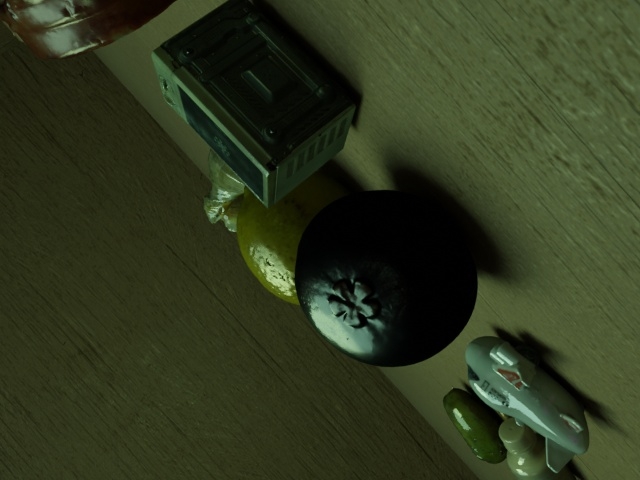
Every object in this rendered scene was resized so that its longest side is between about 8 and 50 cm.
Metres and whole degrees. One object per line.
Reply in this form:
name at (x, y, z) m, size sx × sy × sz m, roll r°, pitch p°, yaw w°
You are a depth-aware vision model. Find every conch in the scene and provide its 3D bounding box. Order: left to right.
conch at (-0.160, -0.144, 1.413) m, size 0.263 × 0.186 × 0.324 m, roll 37°, pitch 147°, yaw -12°

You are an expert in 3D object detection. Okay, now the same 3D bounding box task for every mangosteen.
mangosteen at (0.108, 0.046, 0.894) m, size 0.275 × 0.275 × 0.302 m, roll 46°, pitch -154°, yaw 9°

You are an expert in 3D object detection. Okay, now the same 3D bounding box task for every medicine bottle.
medicine bottle at (0.494, 0.508, 1.333) m, size 0.252 × 0.114 × 0.114 m, roll 53°, pitch 170°, yaw -24°

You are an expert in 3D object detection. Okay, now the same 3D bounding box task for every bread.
bread at (-0.281, -0.360, 0.730) m, size 0.328 × 0.295 × 0.114 m, roll 30°, pitch 160°, yaw 44°

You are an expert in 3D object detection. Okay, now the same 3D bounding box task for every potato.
potato at (0.442, 0.517, 1.637) m, size 0.251 × 0.113 × 0.149 m, roll 56°, pitch 178°, yaw 1°

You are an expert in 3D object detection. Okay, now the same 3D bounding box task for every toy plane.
toy plane at (0.349, 0.265, 0.995) m, size 0.252 × 0.118 × 0.252 m, roll 49°, pitch 171°, yaw 11°

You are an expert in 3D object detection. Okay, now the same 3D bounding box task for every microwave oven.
microwave oven at (-0.089, -0.204, 0.836) m, size 0.240 × 0.194 × 0.145 m, roll 46°, pitch 166°, yaw 10°

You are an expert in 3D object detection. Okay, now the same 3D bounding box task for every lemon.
lemon at (-0.034, -0.013, 1.160) m, size 0.310 × 0.258 × 0.258 m, roll 45°, pitch 171°, yaw -2°

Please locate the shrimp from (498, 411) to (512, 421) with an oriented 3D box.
shrimp at (0.475, 0.451, 1.476) m, size 0.108 × 0.023 × 0.059 m, roll 51°, pitch 180°, yaw -21°
